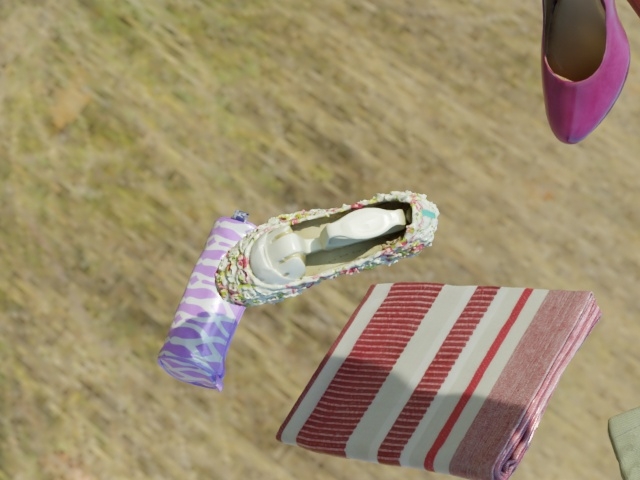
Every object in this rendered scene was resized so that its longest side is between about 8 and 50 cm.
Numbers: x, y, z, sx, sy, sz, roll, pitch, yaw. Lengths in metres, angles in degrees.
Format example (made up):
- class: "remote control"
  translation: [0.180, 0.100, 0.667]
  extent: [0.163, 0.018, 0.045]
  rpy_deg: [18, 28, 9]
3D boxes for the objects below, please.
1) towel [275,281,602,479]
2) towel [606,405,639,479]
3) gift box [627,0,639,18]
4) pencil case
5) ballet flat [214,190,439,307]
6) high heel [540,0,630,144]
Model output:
- class: "towel"
  translation: [0.122, 0.145, 1.789]
  extent: [0.037, 0.329, 0.237]
  rpy_deg: [51, 59, -31]
- class: "towel"
  translation: [0.419, 0.215, 1.341]
  extent: [0.312, 0.324, 0.056]
  rpy_deg: [-28, 143, 16]
- class: "gift box"
  translation: [0.368, -0.175, 0.949]
  extent: [0.258, 0.255, 0.276]
  rpy_deg: [-22, 167, -35]
- class: "pencil case"
  translation: [-0.118, 0.072, 1.968]
  extent: [0.086, 0.088, 0.206]
  rpy_deg: [74, 36, -66]
- class: "ballet flat"
  translation: [0.000, 0.000, 1.674]
  extent: [0.241, 0.091, 0.077]
  rpy_deg: [-20, 166, 6]
- class: "high heel"
  translation: [0.299, -0.286, 2.069]
  extent: [0.181, 0.127, 0.377]
  rpy_deg: [-21, 122, -47]
